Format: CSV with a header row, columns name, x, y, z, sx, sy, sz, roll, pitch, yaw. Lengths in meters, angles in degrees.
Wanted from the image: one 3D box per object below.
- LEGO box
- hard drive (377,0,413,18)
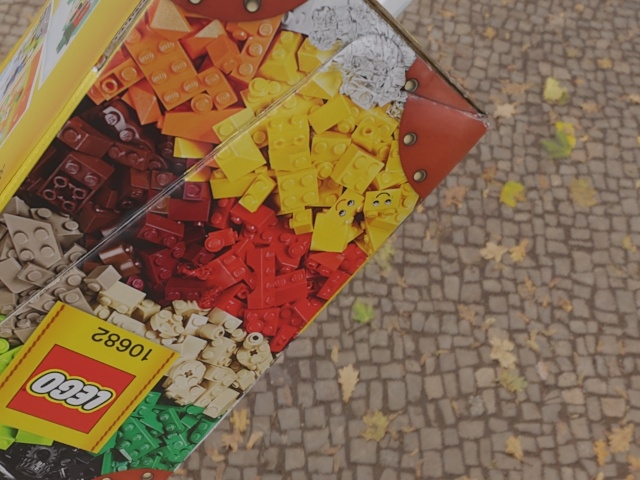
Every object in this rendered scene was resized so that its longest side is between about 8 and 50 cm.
name,x,y,z,sx,sy,sz,roll,pitch,yaw
LEGO box,-0.154,-0.103,0.554,0.372,0.193,0.500,-48,34,14
hard drive,-0.054,-0.252,0.821,0.353,0.047,0.233,-45,49,1
